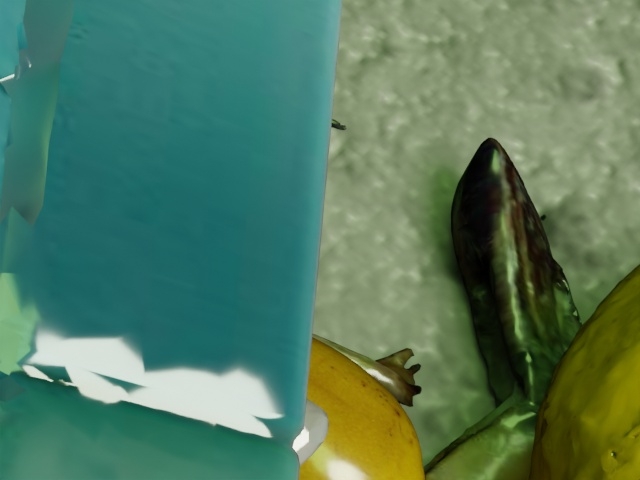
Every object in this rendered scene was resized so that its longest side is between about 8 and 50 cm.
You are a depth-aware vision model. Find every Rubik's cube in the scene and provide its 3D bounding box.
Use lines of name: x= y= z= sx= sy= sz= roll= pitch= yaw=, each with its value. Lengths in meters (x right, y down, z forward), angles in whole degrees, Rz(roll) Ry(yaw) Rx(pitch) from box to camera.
Rubik's cube: x=-0.179 y=0.031 z=0.518 sx=0.358 sy=0.368 sz=0.387 roll=20 pitch=58 yaw=-23

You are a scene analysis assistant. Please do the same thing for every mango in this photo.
mango: x=-0.013 y=0.073 z=0.655 sx=0.114 sy=0.060 sz=0.080 roll=31 pitch=56 yaw=0

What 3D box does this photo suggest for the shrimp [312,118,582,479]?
shrimp: x=0.000 y=0.000 z=0.769 sx=0.272 sy=0.085 sz=0.445 roll=9 pitch=59 yaw=-11

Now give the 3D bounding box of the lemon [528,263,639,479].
lemon: x=0.191 y=0.084 z=0.675 sx=0.260 sy=0.204 sz=0.204 roll=-32 pitch=68 yaw=-31
